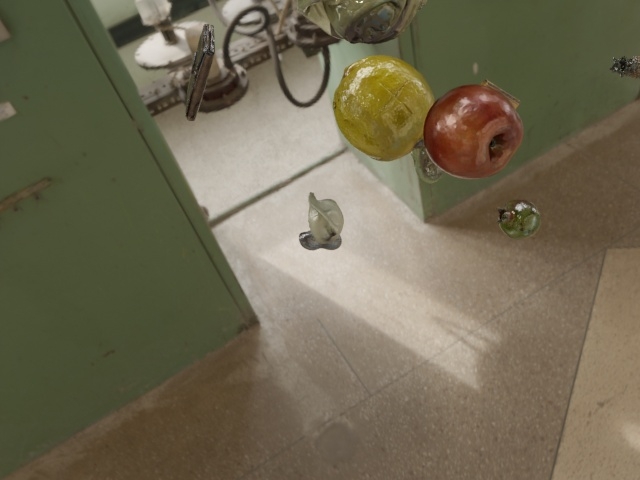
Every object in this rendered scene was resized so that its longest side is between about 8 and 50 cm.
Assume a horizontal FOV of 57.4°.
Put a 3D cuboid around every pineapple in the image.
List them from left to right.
[{"bbox_3d":[0.964,-0.544,1.823,0.159,0.074,0.074,-6,41,-30],"label":"pineapple"}]

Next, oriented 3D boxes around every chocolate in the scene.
[{"bbox_3d":[0.000,0.000,2.001,0.167,0.072,0.072,2,37,-35],"label":"chocolate"}]

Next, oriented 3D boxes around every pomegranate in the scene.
[{"bbox_3d":[0.602,-0.070,1.818,0.159,0.129,0.129,15,49,-11],"label":"pomegranate"}]

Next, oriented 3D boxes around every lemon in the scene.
[{"bbox_3d":[0.179,-0.376,1.668,0.297,0.297,0.297,-8,48,10],"label":"lemon"}]

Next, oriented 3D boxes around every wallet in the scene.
[{"bbox_3d":[-0.313,-0.431,1.511,0.042,0.230,0.124,7,53,-19],"label":"wallet"}]

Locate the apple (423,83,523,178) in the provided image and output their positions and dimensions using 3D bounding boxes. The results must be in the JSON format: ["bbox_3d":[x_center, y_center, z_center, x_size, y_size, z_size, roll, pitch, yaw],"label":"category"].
[{"bbox_3d":[0.349,-0.249,1.351,0.218,0.218,0.201,-34,44,-13],"label":"apple"}]

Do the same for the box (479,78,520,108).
[{"bbox_3d":[0.612,-0.467,2.197,0.152,0.237,0.070,28,28,-12],"label":"box"}]

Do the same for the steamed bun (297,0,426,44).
[{"bbox_3d":[0.096,-0.564,1.299,0.347,0.394,0.237,-12,74,59],"label":"steamed bun"}]

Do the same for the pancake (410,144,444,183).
[{"bbox_3d":[0.369,-0.312,1.948,0.037,0.253,0.253,4,51,35],"label":"pancake"}]

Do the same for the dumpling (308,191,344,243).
[{"bbox_3d":[0.010,-0.068,1.601,0.092,0.150,0.176,-16,9,21],"label":"dumpling"}]
